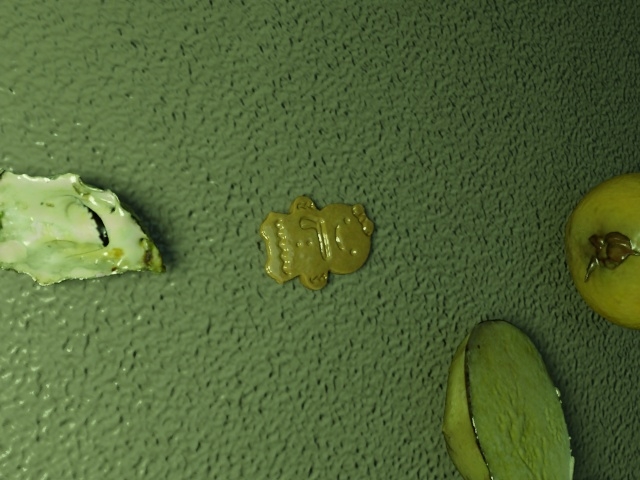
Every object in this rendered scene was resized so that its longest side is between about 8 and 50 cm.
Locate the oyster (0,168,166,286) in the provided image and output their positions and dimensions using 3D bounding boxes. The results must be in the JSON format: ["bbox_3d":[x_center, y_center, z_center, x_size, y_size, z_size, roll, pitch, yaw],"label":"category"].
[{"bbox_3d":[-0.290,-0.017,0.791,0.209,0.072,0.132,-5,90,-12],"label":"oyster"}]

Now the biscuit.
[{"bbox_3d":[-0.001,0.005,0.978,0.184,0.027,0.133,7,77,-30],"label":"biscuit"}]

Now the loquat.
[{"bbox_3d":[0.551,0.015,1.165,0.275,0.275,0.274,6,79,-30],"label":"loquat"}]

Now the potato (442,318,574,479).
[{"bbox_3d":[0.270,0.275,1.045,0.239,0.116,0.298,2,70,-37],"label":"potato"}]
